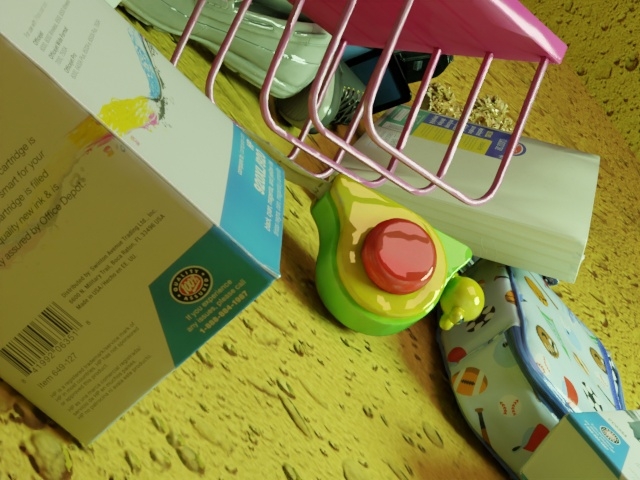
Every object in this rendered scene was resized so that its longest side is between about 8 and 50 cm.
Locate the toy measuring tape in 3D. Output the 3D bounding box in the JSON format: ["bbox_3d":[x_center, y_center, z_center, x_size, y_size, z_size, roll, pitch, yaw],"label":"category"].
[{"bbox_3d":[0.000,0.000,1.365,0.330,0.121,0.121,28,23,-10],"label":"toy measuring tape"}]

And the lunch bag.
[{"bbox_3d":[0.232,0.145,1.558,0.243,0.115,0.303,46,20,-16],"label":"lunch bag"}]

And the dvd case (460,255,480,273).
[{"bbox_3d":[0.220,0.044,1.867,0.164,0.018,0.221,53,18,8],"label":"dvd case"}]

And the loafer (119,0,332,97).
[{"bbox_3d":[-0.114,-0.257,1.537,0.319,0.111,0.112,25,28,-39],"label":"loafer"}]

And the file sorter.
[{"bbox_3d":[0.029,-0.156,1.384,0.290,0.182,0.202,13,-14,47],"label":"file sorter"}]

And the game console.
[{"bbox_3d":[0.037,-0.200,1.816,0.107,0.122,0.071,10,77,-30],"label":"game console"}]

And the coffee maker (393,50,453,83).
[{"bbox_3d":[0.128,-0.278,1.965,0.120,0.171,0.178,58,-2,4],"label":"coffee maker"}]

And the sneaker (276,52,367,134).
[{"bbox_3d":[0.016,-0.162,1.707,0.118,0.083,0.222,41,19,-24],"label":"sneaker"}]

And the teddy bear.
[{"bbox_3d":[0.257,-0.099,2.084,0.338,0.113,0.245,40,23,-24],"label":"teddy bear"}]

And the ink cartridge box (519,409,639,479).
[{"bbox_3d":[0.288,0.221,1.321,0.190,0.082,0.140,3,38,-47],"label":"ink cartridge box"}]

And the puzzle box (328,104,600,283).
[{"bbox_3d":[0.175,-0.066,1.709,0.272,0.052,0.409,15,18,9],"label":"puzzle box"}]

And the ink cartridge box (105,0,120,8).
[{"bbox_3d":[-0.328,-0.314,1.109,0.385,0.160,0.279,54,19,13],"label":"ink cartridge box"}]

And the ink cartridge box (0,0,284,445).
[{"bbox_3d":[-0.162,-0.036,0.928,0.232,0.171,0.168,43,19,-19],"label":"ink cartridge box"}]
